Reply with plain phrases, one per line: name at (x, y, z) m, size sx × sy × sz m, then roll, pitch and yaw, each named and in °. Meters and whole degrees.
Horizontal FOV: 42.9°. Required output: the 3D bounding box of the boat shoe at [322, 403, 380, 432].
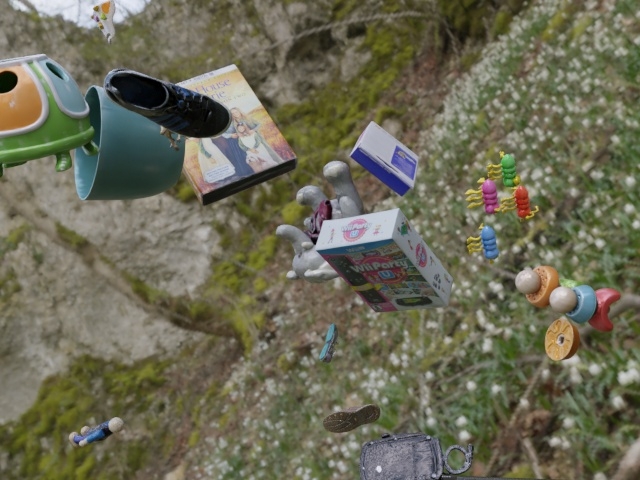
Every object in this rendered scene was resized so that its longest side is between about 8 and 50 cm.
boat shoe at (0.096, 0.530, 2.432) m, size 0.178 × 0.064 × 0.060 m, roll -17°, pitch -6°, yaw 9°

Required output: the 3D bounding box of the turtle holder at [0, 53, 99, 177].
turtle holder at (-0.589, -0.273, 1.716) m, size 0.243 × 0.228 × 0.320 m, roll 0°, pitch 20°, yaw 28°

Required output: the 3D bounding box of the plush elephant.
plush elephant at (0.000, 0.000, 2.202) m, size 0.255 × 0.330 × 0.272 m, roll -36°, pitch 7°, yaw -27°

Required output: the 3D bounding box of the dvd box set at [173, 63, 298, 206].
dvd box set at (-0.296, -0.320, 2.395) m, size 0.307 × 0.420 × 0.062 m, roll -23°, pitch -30°, yaw -17°

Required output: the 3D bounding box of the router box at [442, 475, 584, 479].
router box at (0.333, 0.530, 1.372) m, size 0.308 × 0.243 × 0.081 m, roll -2°, pitch -1°, yaw 15°

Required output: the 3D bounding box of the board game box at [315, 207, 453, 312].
board game box at (0.163, 0.058, 2.030) m, size 0.224 × 0.098 × 0.303 m, roll -9°, pitch -41°, yaw 35°

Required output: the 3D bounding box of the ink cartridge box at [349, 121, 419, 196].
ink cartridge box at (0.174, -0.216, 2.179) m, size 0.069 × 0.175 × 0.371 m, roll -51°, pitch 4°, yaw 17°

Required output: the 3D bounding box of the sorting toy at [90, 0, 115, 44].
sorting toy at (-0.461, -0.465, 1.761) m, size 0.044 × 0.075 × 0.083 m, roll -20°, pitch -4°, yaw -24°

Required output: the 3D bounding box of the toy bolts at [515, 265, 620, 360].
toy bolts at (0.551, 0.166, 1.888) m, size 0.158 × 0.218 × 0.228 m, roll 14°, pitch -7°, yaw -21°

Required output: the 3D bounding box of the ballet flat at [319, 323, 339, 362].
ballet flat at (0.030, 0.282, 2.207) m, size 0.041 × 0.114 × 0.041 m, roll 15°, pitch -31°, yaw 9°

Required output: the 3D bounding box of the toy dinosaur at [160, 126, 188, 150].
toy dinosaur at (-0.340, -0.259, 1.845) m, size 0.053 × 0.183 × 0.093 m, roll -32°, pitch -62°, yaw -3°

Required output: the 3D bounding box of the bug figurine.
bug figurine at (0.446, -0.086, 2.000) m, size 0.072 × 0.216 × 0.279 m, roll 7°, pitch 38°, yaw 39°

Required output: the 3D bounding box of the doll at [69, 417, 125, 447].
doll at (-0.553, 0.480, 2.039) m, size 0.189 × 0.046 × 0.129 m, roll -24°, pitch -1°, yaw 38°

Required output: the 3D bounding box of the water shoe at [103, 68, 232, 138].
water shoe at (-0.228, -0.201, 1.235) m, size 0.203 × 0.073 × 0.080 m, roll 14°, pitch 5°, yaw -21°

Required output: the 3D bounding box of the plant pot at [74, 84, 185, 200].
plant pot at (-0.489, -0.238, 2.118) m, size 0.235 × 0.293 × 0.293 m, roll 5°, pitch -35°, yaw -28°

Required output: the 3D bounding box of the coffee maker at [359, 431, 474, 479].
coffee maker at (0.160, 0.394, 1.281) m, size 0.171 × 0.120 × 0.178 m, roll 5°, pitch -40°, yaw 26°
